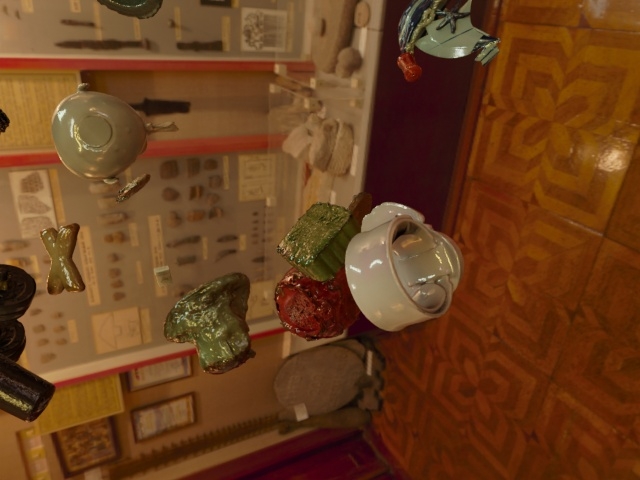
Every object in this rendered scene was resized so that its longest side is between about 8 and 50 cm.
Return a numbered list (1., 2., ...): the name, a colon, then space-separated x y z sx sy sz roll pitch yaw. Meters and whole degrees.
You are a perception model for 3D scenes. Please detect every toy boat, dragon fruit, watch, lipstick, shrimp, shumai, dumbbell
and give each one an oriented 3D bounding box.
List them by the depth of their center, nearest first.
1. lipstick: -0.619 0.222 0.865 0.299 0.081 0.081 31 144 -3
2. watch: 0.137 0.046 0.948 0.196 0.231 0.244 -29 83 41
3. toy boat: 0.344 -0.573 1.284 0.291 0.070 0.210 18 93 31
4. dumbbell: -0.962 0.229 1.447 0.388 0.185 0.185 -60 45 30
5. dragon fruit: 0.004 0.193 1.651 0.295 0.301 0.296 29 125 53
6. shrimp: -0.645 -0.176 1.660 0.190 0.101 0.042 -27 107 34
7. shumai: -0.385 0.338 1.881 0.323 0.397 0.324 53 -171 17

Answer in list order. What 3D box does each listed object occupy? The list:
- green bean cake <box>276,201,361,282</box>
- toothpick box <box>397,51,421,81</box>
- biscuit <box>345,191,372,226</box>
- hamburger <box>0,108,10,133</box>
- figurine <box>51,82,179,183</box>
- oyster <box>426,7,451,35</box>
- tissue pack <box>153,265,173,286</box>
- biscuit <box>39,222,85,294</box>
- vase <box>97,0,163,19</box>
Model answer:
1. green bean cake: 0.000 0.000 1.379 0.200 0.214 0.113 25 160 53
2. toothpick box: 0.230 -0.446 1.259 0.083 0.047 0.047 -98 19 -46
3. biscuit: 0.127 -0.098 1.857 0.049 0.208 0.181 29 145 22
4. hamburger: -0.783 -0.261 1.081 0.093 0.189 0.164 27 113 21
5. figurine: -0.495 -0.260 1.237 0.394 0.274 0.227 -148 49 -77
6. oyster: 0.340 -0.599 1.371 0.146 0.045 0.122 4 99 36
7. tissue pack: -0.599 0.138 1.865 0.108 0.056 0.023 97 156 -54
8. biscuit: -0.777 0.058 1.466 0.164 0.047 0.208 -8 89 26
9. vase: -0.398 -0.680 1.068 0.245 0.245 0.291 -29 37 62
